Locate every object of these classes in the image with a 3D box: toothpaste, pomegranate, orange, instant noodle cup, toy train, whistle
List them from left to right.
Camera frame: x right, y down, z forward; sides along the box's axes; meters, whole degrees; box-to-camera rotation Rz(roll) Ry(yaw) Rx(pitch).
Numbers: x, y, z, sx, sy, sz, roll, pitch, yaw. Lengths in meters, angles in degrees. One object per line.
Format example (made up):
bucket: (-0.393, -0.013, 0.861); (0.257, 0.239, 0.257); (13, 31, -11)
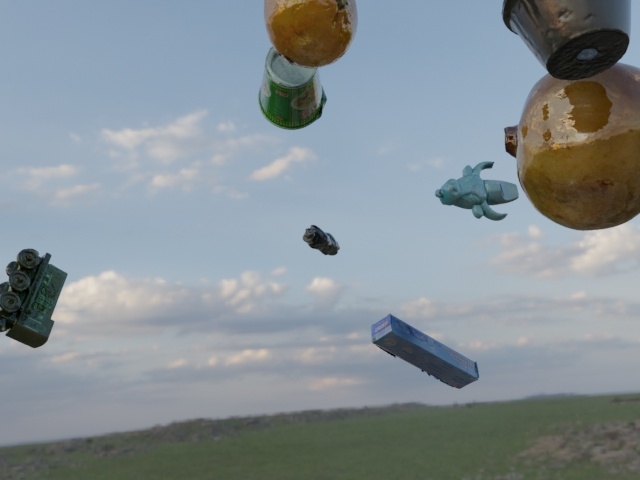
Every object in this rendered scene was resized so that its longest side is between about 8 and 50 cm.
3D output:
toy train: (-0.659, 0.124, 1.755); (0.137, 0.225, 0.090); (33, -46, -27)
instant noodle cup: (-0.079, -0.451, 2.191); (0.207, 0.207, 0.232); (-4, -15, -4)
orange: (-0.018, -0.473, 1.623); (0.193, 0.219, 0.219); (15, -2, 29)
toothpaste: (0.230, 0.245, 1.687); (0.272, 0.053, 0.066); (31, -52, -27)
whistle: (0.461, -0.140, 2.275); (0.274, 0.186, 0.093); (-3, -22, -19)
pomegranate: (0.624, -0.223, 1.822); (0.417, 0.416, 0.416); (-4, -13, -1)

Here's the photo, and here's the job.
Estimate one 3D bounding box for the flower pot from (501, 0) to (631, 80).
flower pot: (0.501, -0.423, 1.509); (0.269, 0.166, 0.269); (-7, -20, -3)

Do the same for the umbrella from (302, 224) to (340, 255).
umbrella: (0.000, 0.000, 1.985); (0.066, 0.059, 0.236); (25, -1, 14)
